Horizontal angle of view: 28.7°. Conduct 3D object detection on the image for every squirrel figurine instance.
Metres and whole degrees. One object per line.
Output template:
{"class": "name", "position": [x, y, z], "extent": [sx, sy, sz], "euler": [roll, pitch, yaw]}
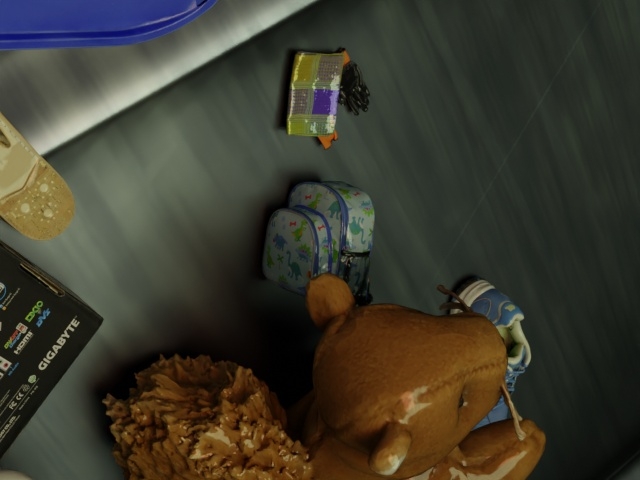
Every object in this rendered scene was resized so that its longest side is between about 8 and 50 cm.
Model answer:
{"class": "squirrel figurine", "position": [0.010, 0.198, 1.150], "extent": [0.396, 0.281, 0.370], "euler": [-13, 153, -6]}

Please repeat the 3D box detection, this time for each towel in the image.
{"class": "towel", "position": [-0.005, -0.141, 1.201], "extent": [0.060, 0.009, 0.083], "euler": [0, 106, -38]}

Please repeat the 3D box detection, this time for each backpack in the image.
{"class": "backpack", "position": [0.000, 0.000, 1.216], "extent": [0.084, 0.105, 0.114], "euler": [1, 102, -40]}

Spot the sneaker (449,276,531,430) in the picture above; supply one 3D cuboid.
{"class": "sneaker", "position": [0.197, 0.149, 1.453], "extent": [0.080, 0.081, 0.211], "euler": [-28, 125, -29]}

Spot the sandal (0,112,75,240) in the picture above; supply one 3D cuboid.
{"class": "sandal", "position": [-0.271, -0.071, 0.984], "extent": [0.088, 0.079, 0.240], "euler": [-54, 132, -8]}

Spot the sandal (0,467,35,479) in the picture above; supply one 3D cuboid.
{"class": "sandal", "position": [-0.269, 0.365, 1.136], "extent": [0.169, 0.102, 0.416], "euler": [-37, 132, -45]}

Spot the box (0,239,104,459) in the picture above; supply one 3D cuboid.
{"class": "box", "position": [-0.366, 0.100, 0.986], "extent": [0.295, 0.073, 0.293], "euler": [-54, 131, -7]}

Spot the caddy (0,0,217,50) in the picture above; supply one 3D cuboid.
{"class": "caddy", "position": [-0.205, -0.276, 0.891], "extent": [0.341, 0.179, 0.241], "euler": [-8, 137, -36]}

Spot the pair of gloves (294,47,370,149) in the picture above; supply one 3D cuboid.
{"class": "pair of gloves", "position": [0.012, -0.139, 1.229], "extent": [0.083, 0.010, 0.074], "euler": [-45, 127, -17]}
